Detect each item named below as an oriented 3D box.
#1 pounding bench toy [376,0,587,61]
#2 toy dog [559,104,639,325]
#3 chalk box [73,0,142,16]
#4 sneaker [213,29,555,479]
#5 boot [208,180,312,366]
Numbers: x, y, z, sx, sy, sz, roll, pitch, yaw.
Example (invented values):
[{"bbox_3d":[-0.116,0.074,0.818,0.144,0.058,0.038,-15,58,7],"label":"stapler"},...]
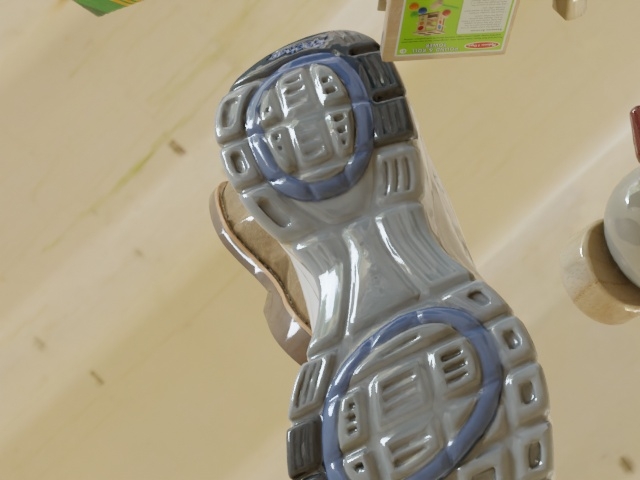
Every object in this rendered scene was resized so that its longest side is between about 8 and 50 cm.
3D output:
[{"bbox_3d":[0.063,-0.116,0.572,0.083,0.052,0.065,-4,-122,-6],"label":"pounding bench toy"},{"bbox_3d":[0.340,-0.009,1.114,0.334,0.220,0.161,24,-122,-41],"label":"toy dog"},{"bbox_3d":[-0.185,-0.316,0.975,0.289,0.179,0.180,32,-123,-43],"label":"chalk box"},{"bbox_3d":[0.042,0.046,0.617,0.129,0.111,0.297,52,-158,-55],"label":"sneaker"},{"bbox_3d":[0.000,0.000,1.082,0.112,0.115,0.305,29,-170,-28],"label":"boot"}]
